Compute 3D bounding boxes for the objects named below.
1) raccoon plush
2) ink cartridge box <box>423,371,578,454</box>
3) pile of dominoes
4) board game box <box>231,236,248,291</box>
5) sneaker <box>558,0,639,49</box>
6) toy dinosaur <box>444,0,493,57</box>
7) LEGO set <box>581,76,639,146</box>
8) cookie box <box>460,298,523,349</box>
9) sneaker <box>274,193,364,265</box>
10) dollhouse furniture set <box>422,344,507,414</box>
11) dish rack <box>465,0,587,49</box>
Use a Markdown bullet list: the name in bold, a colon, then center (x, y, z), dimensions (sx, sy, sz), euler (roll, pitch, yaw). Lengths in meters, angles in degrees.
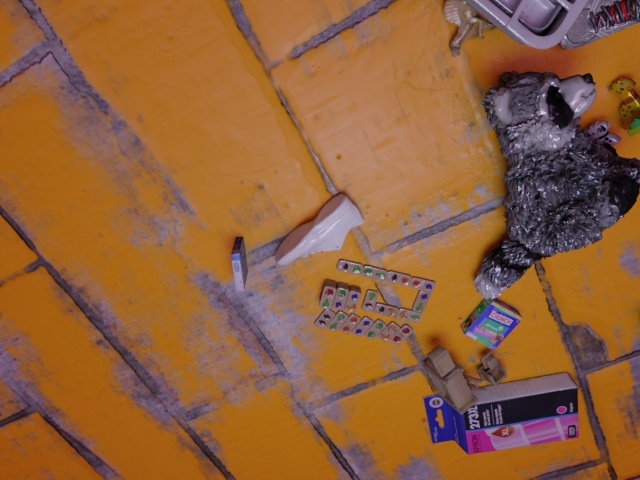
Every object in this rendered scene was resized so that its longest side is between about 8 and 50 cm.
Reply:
- **raccoon plush**: center (0.355, -0.095, 0.817), dimensions (0.299, 0.216, 0.446), euler (36, 116, 3)
- **ink cartridge box**: center (0.469, 0.459, 1.121), dimensions (0.371, 0.069, 0.175), euler (-12, 113, 9)
- **pile of dominoes**: center (0.122, 0.158, 1.005), dimensions (0.252, 0.040, 0.195), euler (13, 113, -4)
- **board game box**: center (-0.175, 0.050, 0.935), dimensions (0.020, 0.090, 0.089), euler (-5, 113, -2)
- **sneaker**: center (0.513, -0.401, 0.727), dimensions (0.225, 0.092, 0.088), euler (-25, 111, 12)
- **toy dinosaur**: center (0.261, -0.418, 0.746), dimensions (0.093, 0.053, 0.183), euler (-5, 113, 5)
- **LEGO set**: center (0.581, -0.258, 0.778), dimensions (0.093, 0.087, 0.227), euler (50, 150, -3)
- **cookie box**: center (0.403, 0.193, 1.015), dimensions (0.092, 0.040, 0.107), euler (28, 110, -10)
- **sneaker**: center (0.000, 0.000, 0.924), dimensions (0.212, 0.080, 0.094), euler (-38, 119, 14)
- **dollhouse furniture set**: center (0.340, 0.288, 1.050), dimensions (0.161, 0.101, 0.181), euler (-33, 110, -12)
- **dish rack**: center (0.291, -0.490, 0.671), dimensions (0.333, 0.072, 0.285), euler (32, 91, -12)
